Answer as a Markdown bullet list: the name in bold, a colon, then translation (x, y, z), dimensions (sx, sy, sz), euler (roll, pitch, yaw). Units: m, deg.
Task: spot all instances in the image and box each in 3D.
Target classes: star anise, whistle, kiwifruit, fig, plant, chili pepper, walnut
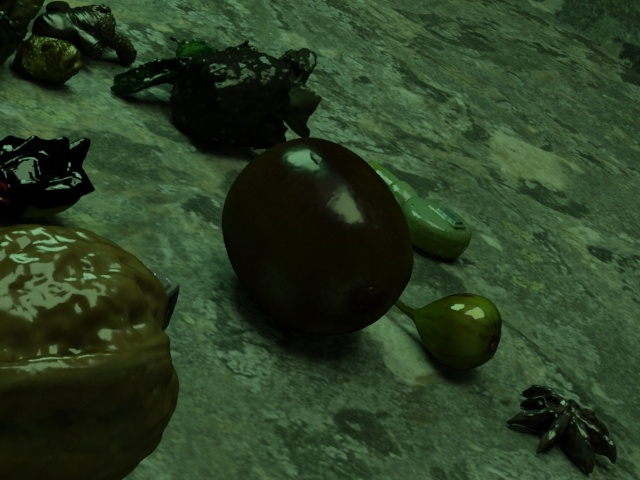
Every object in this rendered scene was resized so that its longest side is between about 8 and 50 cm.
- **star anise**: translation (0.278, 0.208, 1.778), dimensions (0.141, 0.042, 0.141), euler (23, 25, -11)
- **whistle**: translation (0.126, -0.048, 2.129), dimensions (0.104, 0.057, 0.198), euler (2, 35, -46)
- **kiwifruit**: translation (0.000, 0.000, 1.731), dimensions (0.196, 0.196, 0.234), euler (6, 31, -41)
- **fig**: translation (0.144, 0.094, 1.840), dimensions (0.093, 0.093, 0.166), euler (9, 10, -37)
- **plant**: translation (-0.091, -0.194, 2.099), dimensions (0.203, 0.142, 0.131), euler (3, 17, -36)
- **chili pepper**: translation (-0.192, -0.240, 2.186), dimensions (0.122, 0.065, 0.279), euler (9, 15, 9)
- **walnut**: translation (-0.240, 0.101, 1.225), dimensions (0.257, 0.224, 0.257), euler (-7, 0, 0)

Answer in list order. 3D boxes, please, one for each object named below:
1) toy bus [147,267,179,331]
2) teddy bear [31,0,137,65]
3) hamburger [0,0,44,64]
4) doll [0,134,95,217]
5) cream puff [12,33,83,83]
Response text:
- **toy bus**: translation (-0.188, 0.080, 1.509), dimensions (0.057, 0.072, 0.172), euler (26, 22, 7)
- **teddy bear**: translation (-0.316, -0.289, 2.136), dimensions (0.119, 0.078, 0.160), euler (44, 27, 27)
- **hamburger**: translation (-0.428, -0.365, 2.015), dimensions (0.132, 0.211, 0.309), euler (20, 22, -28)
- **doll**: translation (-0.335, -0.062, 1.646), dimensions (0.127, 0.088, 0.249), euler (53, 38, 7)
- **cream puff**: translation (-0.348, -0.228, 2.008), dimensions (0.083, 0.083, 0.058), euler (25, 65, -32)
